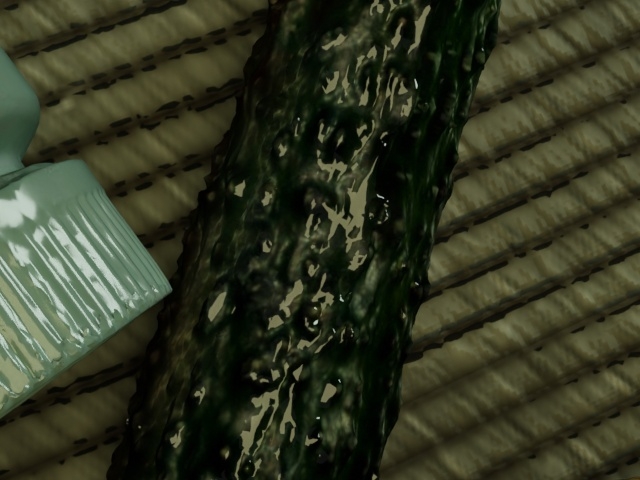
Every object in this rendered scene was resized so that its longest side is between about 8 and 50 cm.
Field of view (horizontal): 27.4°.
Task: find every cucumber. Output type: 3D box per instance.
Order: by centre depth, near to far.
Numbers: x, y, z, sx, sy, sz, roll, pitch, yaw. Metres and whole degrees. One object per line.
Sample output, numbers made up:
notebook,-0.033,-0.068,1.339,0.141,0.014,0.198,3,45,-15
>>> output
cucumber,0.000,0.000,0.459,0.096,0.096,0.359,19,80,-11

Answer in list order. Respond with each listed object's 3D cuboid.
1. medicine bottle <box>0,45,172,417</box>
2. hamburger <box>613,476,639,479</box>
medicine bottle,-0.198,-0.067,0.383,0.158,0.158,0.318,-37,93,-16
hamburger,0.116,0.193,0.411,0.260,0.211,0.245,20,84,-16
